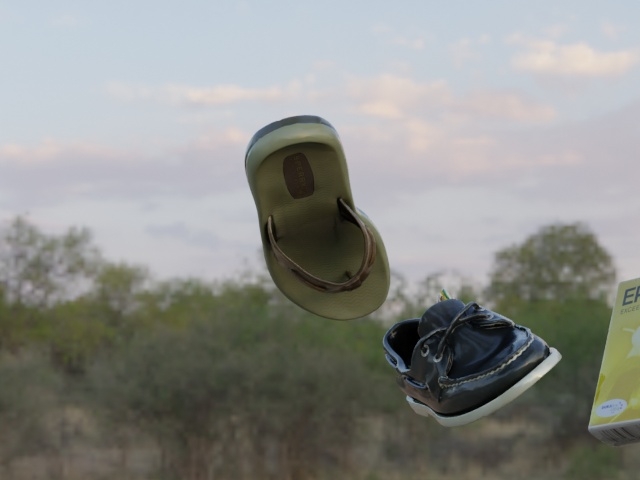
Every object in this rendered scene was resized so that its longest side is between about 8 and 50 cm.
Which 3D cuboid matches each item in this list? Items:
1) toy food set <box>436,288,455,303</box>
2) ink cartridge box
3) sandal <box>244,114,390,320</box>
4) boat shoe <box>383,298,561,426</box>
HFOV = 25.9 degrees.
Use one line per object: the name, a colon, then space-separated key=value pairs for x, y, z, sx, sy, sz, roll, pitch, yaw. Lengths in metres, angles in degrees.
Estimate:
toy food set: x=0.191 y=0.108 z=1.953 sx=0.020 sy=0.083 sz=0.082 roll=-35 pitch=-30 yaw=14
ink cartridge box: x=0.488 y=0.092 z=1.728 sx=0.072 sy=0.307 sz=0.303 roll=30 pitch=-30 yaw=-27
sandal: x=-0.002 y=0.000 z=1.355 sx=0.120 sy=0.086 sz=0.303 roll=-25 pitch=-36 yaw=0
boat shoe: x=0.145 y=0.117 z=1.484 sx=0.127 sy=0.113 sz=0.340 roll=-35 pitch=2 yaw=-9
